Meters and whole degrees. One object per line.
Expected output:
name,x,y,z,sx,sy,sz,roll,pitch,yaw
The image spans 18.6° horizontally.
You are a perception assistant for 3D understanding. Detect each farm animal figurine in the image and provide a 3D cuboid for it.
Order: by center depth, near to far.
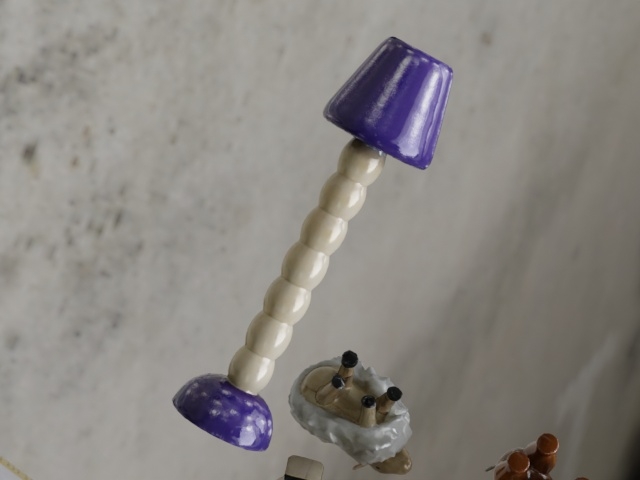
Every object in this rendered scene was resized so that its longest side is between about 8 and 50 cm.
farm animal figurine,0.064,0.297,1.629,0.330,0.327,0.172,-59,173,-28

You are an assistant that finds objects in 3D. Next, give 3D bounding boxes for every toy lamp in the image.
toy lamp,0.000,0.000,1.251,0.274,0.080,0.080,-61,161,8

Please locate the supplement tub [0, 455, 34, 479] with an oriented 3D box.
supplement tub,-0.225,0.187,1.141,0.144,0.200,0.144,-50,-172,10
